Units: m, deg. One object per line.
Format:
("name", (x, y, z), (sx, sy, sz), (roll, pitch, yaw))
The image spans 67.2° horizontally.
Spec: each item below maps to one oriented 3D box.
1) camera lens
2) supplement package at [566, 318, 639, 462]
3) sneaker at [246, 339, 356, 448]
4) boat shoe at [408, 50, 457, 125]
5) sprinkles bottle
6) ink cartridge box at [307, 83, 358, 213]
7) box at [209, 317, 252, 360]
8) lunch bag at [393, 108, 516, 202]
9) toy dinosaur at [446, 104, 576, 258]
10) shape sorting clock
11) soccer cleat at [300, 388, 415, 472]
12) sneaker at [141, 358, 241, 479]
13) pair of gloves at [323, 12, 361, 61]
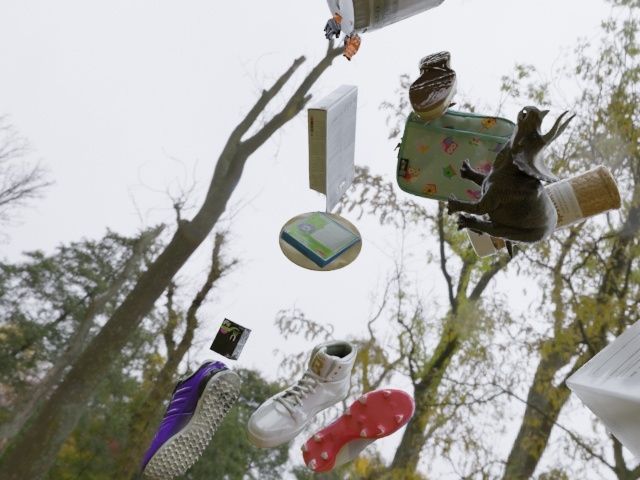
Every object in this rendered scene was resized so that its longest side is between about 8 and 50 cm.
("camera lens", (0.162, -0.638, 1.155), (0.219, 0.275, 0.219), (156, -90, -83))
("supplement package", (0.351, 0.132, 0.376), (0.177, 0.175, 0.293), (50, 4, 20))
("sneaker", (-0.035, 0.311, 1.045), (0.108, 0.293, 0.169), (31, -57, 32))
("boat shoe", (0.266, -0.340, 1.097), (0.105, 0.285, 0.089), (-5, -51, 25))
("sprinkles bottle", (0.556, -0.069, 1.231), (0.356, 0.121, 0.121), (-23, -62, 20))
("ink cartridge box", (0.041, -0.289, 1.510), (0.072, 0.324, 0.329), (11, -59, 15))
("box", (-0.215, 0.237, 1.154), (0.062, 0.083, 0.052), (22, -11, 18))
("lunch bag", (0.317, -0.205, 1.151), (0.280, 0.108, 0.223), (12, -78, 9))
("toy dinosaur", (0.299, -0.046, 0.753), (0.161, 0.121, 0.313), (9, -42, 36))
("shape sorting clock", (0.000, 0.000, 1.186), (0.206, 0.206, 0.040), (21, -47, 14))
("soccer cleat", (0.073, 0.348, 0.886), (0.248, 0.083, 0.095), (-39, -35, 16))
("sneaker", (-0.311, 0.403, 1.119), (0.146, 0.293, 0.102), (26, -16, 49))
("pair of gloves", (0.044, -0.400, 0.945), (0.083, 0.074, 0.010), (36, -29, -23))
